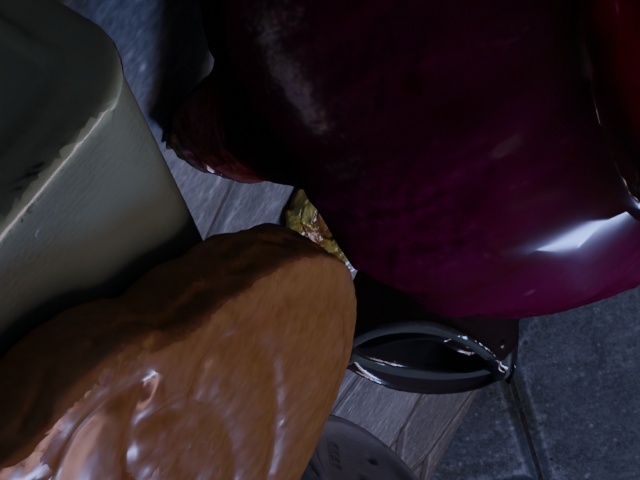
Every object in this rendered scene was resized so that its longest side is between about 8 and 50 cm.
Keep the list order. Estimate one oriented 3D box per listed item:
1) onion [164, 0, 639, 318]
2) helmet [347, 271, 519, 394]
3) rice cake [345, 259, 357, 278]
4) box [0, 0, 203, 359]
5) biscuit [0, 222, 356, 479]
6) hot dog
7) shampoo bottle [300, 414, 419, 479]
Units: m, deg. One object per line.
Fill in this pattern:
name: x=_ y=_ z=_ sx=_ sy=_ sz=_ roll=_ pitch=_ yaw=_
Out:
onion: x=0.038 y=-0.129 z=0.927 sx=0.420 sy=0.399 sz=0.398 roll=-16 pitch=-174 yaw=29
helmet: x=0.123 y=0.074 z=1.722 sx=0.305 sy=0.224 sz=0.177 roll=85 pitch=8 yaw=-75
rice cake: x=0.051 y=-0.047 z=1.526 sx=0.049 sy=0.055 sz=0.270 roll=3 pitch=118 yaw=-50
box: x=-0.212 y=0.078 z=0.743 sx=0.352 sy=0.177 sz=0.344 roll=-52 pitch=162 yaw=-18
biscuit: x=-0.120 y=0.164 z=0.756 sx=0.455 sy=0.078 sz=0.350 roll=-41 pitch=149 yaw=-41
hot dog: x=0.000 y=0.001 z=1.447 sx=0.078 sy=0.061 sz=0.169 roll=-52 pitch=164 yaw=-26
shampoo bottle: x=-0.018 y=0.366 z=1.699 sx=0.266 sy=0.273 sz=0.273 roll=-52 pitch=167 yaw=17
